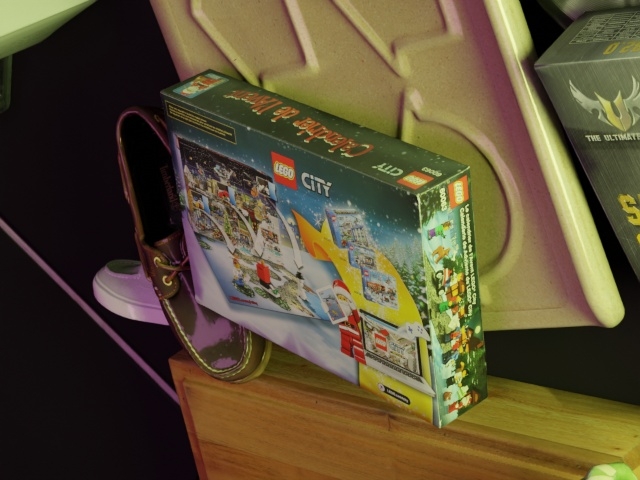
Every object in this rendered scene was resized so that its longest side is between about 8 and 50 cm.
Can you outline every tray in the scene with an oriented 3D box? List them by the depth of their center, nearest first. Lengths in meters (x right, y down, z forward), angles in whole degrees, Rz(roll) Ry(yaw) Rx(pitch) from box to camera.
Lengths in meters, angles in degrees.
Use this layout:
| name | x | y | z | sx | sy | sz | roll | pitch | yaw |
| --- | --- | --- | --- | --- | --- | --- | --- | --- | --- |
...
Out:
| name | x | y | z | sx | sy | sz | roll | pitch | yaw |
| --- | --- | --- | --- | --- | --- | --- | --- | --- | --- |
| tray | 0.071 | 0.189 | 1.260 | 0.411 | 0.076 | 0.203 | 8 | 119 | 45 |

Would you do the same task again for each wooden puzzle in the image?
| name | x | y | z | sx | sy | sz | roll | pitch | yaw |
| --- | --- | --- | --- | --- | --- | --- | --- | --- | --- |
| wooden puzzle | 0.032 | -0.098 | 1.126 | 0.348 | 0.080 | 0.322 | -4 | 109 | 54 |

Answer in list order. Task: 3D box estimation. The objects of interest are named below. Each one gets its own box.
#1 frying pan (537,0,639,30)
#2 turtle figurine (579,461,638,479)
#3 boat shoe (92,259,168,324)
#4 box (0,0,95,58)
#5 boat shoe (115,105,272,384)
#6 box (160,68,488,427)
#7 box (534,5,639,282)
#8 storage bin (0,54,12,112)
| name | x | y | z | sx | sy | sz | roll | pitch | yaw |
| --- | --- | --- | --- | --- | --- | --- | --- | --- | --- |
| frying pan | 0.186 | -0.208 | 0.907 | 0.197 | 0.053 | 0.326 | 48 | 143 | 14 |
| turtle figurine | 0.220 | 0.206 | 1.014 | 0.266 | 0.274 | 0.198 | -16 | 82 | 9 |
| boat shoe | -0.099 | 0.030 | 1.359 | 0.184 | 0.066 | 0.063 | 15 | 113 | 43 |
| box | -0.284 | -0.211 | 1.315 | 0.119 | 0.182 | 0.181 | -20 | 97 | 54 |
| boat shoe | -0.096 | 0.003 | 1.279 | 0.073 | 0.073 | 0.207 | -26 | 75 | 14 |
| box | 0.000 | 0.000 | 1.123 | 0.233 | 0.044 | 0.159 | 24 | 132 | 42 |
| box | 0.241 | -0.035 | 0.907 | 0.231 | 0.056 | 0.183 | 1 | 129 | 47 |
| storage bin | -0.338 | -0.175 | 1.477 | 0.180 | 0.084 | 0.122 | 38 | 136 | 28 |
